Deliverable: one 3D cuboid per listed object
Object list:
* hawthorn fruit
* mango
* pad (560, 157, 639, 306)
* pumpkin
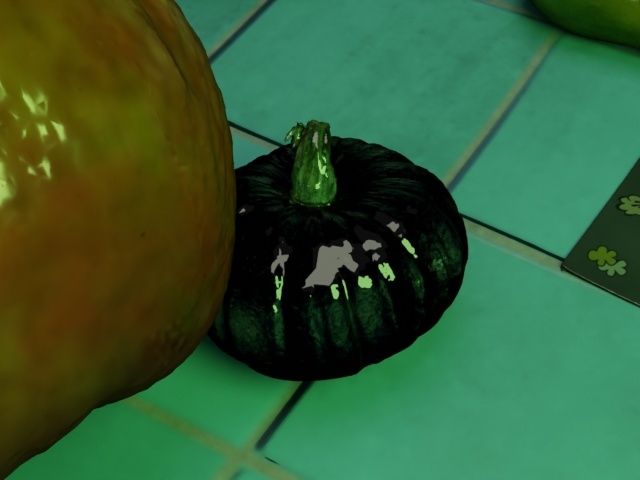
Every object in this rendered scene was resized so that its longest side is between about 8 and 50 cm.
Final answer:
[{"bbox_3d":[-0.274,-0.069,0.672,0.471,0.472,0.472,-2,50,3],"label":"hawthorn fruit"},{"bbox_3d":[0.259,-0.217,1.011,0.191,0.086,0.122,27,44,15],"label":"mango"},{"bbox_3d":[0.320,0.019,0.852,0.245,0.006,0.170,28,58,24],"label":"pad"},{"bbox_3d":[0.002,0.011,0.797,0.194,0.150,0.194,-9,63,17],"label":"pumpkin"}]
